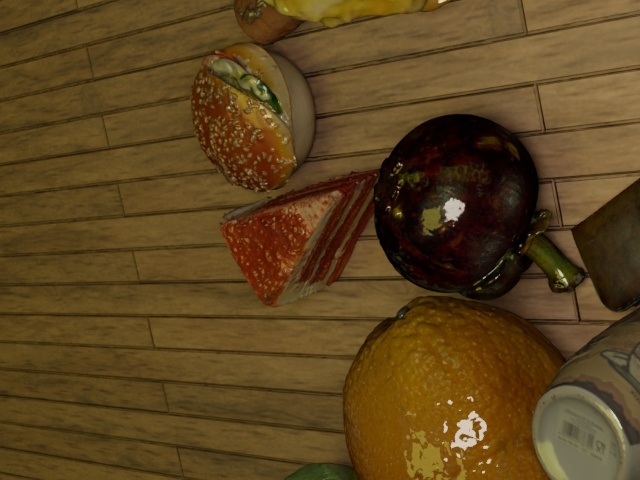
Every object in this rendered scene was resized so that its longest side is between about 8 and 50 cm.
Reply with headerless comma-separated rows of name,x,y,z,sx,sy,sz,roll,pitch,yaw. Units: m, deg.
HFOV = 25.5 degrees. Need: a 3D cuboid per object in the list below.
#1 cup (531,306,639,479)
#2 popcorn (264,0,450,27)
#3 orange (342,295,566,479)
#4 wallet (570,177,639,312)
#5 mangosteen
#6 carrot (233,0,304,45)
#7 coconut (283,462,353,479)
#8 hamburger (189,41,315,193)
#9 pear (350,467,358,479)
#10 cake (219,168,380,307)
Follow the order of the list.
cup,0.399,0.209,1.587,0.301,0.257,0.227,19,119,42
popcorn,0.041,-0.441,1.733,0.381,0.349,0.349,-95,18,-53
orange,0.186,0.242,1.788,0.322,0.322,0.357,-24,93,50
wallet,0.402,-0.018,1.656,0.255,0.031,0.137,-43,62,45
mangosteen,0.205,-0.027,1.789,0.289,0.231,0.231,29,137,-12
carrot,-0.011,-0.360,1.983,0.263,0.102,0.101,-20,89,46
coconut,0.019,0.458,2.163,0.204,0.236,0.236,-47,63,9
hamburger,-0.105,-0.180,2.103,0.237,0.147,0.236,25,125,44
pear,0.129,0.369,2.008,0.198,0.198,0.198,21,119,43
cake,0.000,0.000,2.043,0.262,0.158,0.159,-12,99,49
